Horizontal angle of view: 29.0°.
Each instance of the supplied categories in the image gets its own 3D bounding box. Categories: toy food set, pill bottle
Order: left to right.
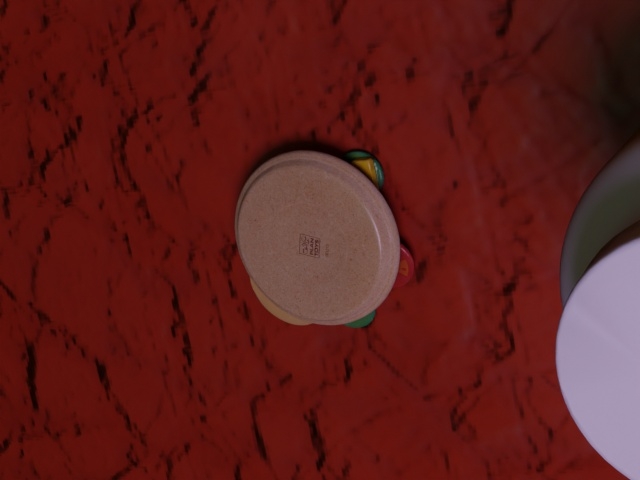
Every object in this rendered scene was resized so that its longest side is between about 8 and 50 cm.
[{"bbox_3d":[0.000,0.000,0.541,0.082,0.020,0.083,-3,107,29],"label":"toy food set"},{"bbox_3d":[0.132,0.003,0.372,0.103,0.184,0.103,10,113,25],"label":"pill bottle"}]
